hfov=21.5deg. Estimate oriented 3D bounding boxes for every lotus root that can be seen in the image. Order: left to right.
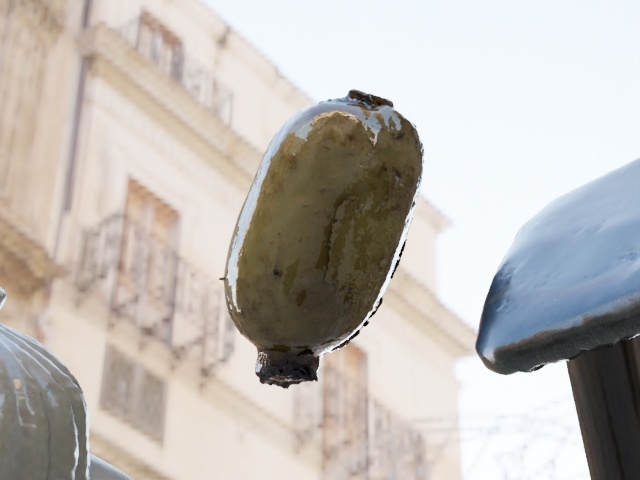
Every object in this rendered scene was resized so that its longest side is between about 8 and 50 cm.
[{"bbox_3d":[0.000,0.000,1.551,0.160,0.284,0.146,15,2,-28],"label":"lotus root"}]

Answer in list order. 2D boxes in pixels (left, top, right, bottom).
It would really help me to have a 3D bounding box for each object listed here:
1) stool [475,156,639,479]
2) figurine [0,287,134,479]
[{"bbox_3d":[0.314,0.059,1.308,0.310,0.310,0.226,-23,-74,30],"label":"stool"},{"bbox_3d":[-0.250,0.180,0.892,0.185,0.332,0.204,22,-27,33],"label":"figurine"}]
